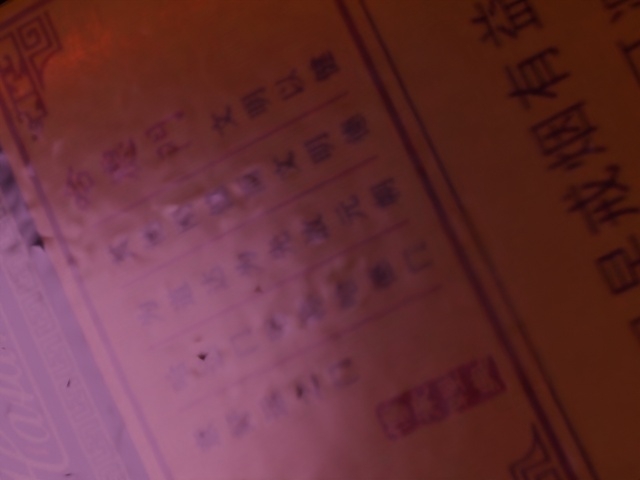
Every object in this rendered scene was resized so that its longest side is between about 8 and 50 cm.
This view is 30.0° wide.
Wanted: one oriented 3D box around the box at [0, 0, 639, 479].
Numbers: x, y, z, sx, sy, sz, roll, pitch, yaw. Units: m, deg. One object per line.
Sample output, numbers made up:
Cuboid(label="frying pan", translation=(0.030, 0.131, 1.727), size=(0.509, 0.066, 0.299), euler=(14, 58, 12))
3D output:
Cuboid(label="box", translation=(-0.001, 0.000, 0.455), size=(0.415, 0.116, 0.264), euler=(-28, 85, 15))

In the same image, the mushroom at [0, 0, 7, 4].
Cuboid(label="mushroom", translation=(-0.156, 0.037, 0.654), size=(0.259, 0.345, 0.345), euler=(-93, 0, -69))
